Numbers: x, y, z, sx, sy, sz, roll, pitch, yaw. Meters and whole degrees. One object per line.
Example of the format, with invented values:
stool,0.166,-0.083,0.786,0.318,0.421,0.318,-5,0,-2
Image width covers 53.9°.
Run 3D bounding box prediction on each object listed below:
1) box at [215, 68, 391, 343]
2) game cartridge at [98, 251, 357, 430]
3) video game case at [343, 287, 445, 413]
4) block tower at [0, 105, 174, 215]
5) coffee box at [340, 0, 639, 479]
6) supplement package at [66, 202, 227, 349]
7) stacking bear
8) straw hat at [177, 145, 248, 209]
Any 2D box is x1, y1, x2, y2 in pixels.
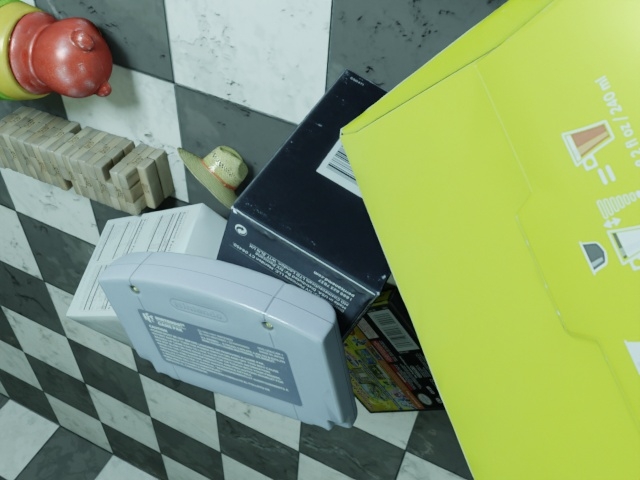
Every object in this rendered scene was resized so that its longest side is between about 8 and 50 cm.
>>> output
box,0.000,0.000,0.806,0.182,0.296,0.294,30,140,4
game cartridge,-0.106,0.107,0.716,0.297,0.062,0.198,11,131,25
video game case,0.111,0.213,1.147,0.248,0.035,0.275,-18,119,43
block tower,-0.430,-0.146,1.114,0.335,0.091,0.097,17,137,19
coffee box,0.281,-0.022,0.475,0.338,0.334,0.338,-30,78,47
supplement package,-0.254,0.081,1.096,0.262,0.198,0.199,-6,148,38
stacking bear,-0.442,-0.285,0.943,0.288,0.164,0.176,13,136,17
straw hat,-0.148,-0.111,0.976,0.061,0.144,0.144,-43,103,6
